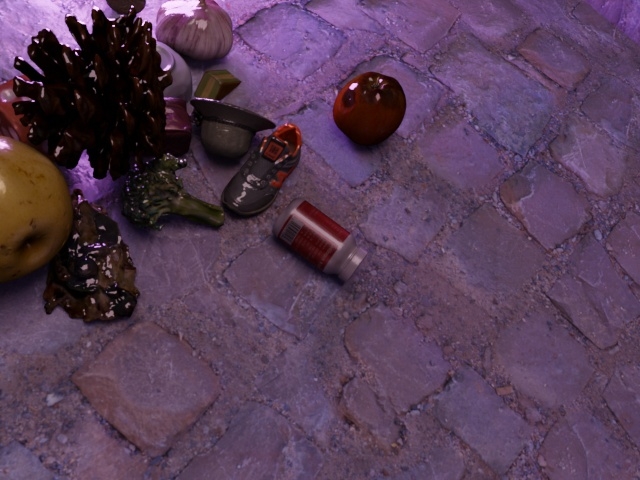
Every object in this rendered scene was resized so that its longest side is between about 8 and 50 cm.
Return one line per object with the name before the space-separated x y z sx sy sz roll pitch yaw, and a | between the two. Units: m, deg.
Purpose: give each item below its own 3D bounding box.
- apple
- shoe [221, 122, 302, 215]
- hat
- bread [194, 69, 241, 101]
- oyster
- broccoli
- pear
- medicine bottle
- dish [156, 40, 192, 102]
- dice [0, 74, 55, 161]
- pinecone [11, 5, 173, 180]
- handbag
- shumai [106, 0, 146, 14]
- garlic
apple | 0.156 -0.416 2.027 0.230 0.230 0.230 8 58 -14
shoe | -0.145 -0.213 1.831 0.132 0.171 0.336 34 56 3
hat | -0.263 -0.300 1.849 0.257 0.257 0.130 16 88 -9
bread | -0.315 -0.474 2.024 0.074 0.084 0.139 36 25 5
oyster | -0.552 0.027 1.607 0.221 0.096 0.361 5 61 -23
broccoli | -0.377 -0.130 1.703 0.275 0.198 0.177 -3 16 -27
pear | -0.728 -0.066 1.448 0.348 0.348 0.348 8 58 -14
medicine bottle | 0.000 0.000 1.778 0.250 0.131 0.131 37 56 4
dish | -0.498 -0.489 1.910 0.256 0.117 0.256 8 58 -13
dice | -0.737 -0.311 1.693 0.179 0.175 0.174 44 58 14
pinecone | -0.514 -0.329 1.502 0.398 0.398 0.397 8 58 -14
handbag | -0.467 -0.313 1.799 0.225 0.146 0.135 -5 66 -19
shumai | -0.610 -0.776 2.064 0.124 0.099 0.087 9 42 -15
garlic | -0.366 -0.691 1.996 0.245 0.253 0.245 18 41 -17
